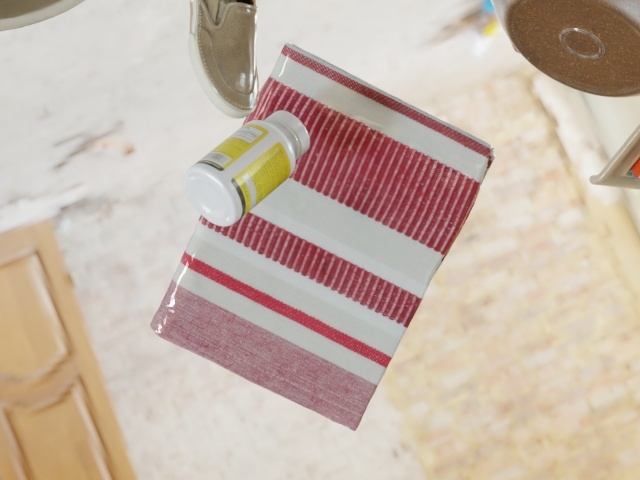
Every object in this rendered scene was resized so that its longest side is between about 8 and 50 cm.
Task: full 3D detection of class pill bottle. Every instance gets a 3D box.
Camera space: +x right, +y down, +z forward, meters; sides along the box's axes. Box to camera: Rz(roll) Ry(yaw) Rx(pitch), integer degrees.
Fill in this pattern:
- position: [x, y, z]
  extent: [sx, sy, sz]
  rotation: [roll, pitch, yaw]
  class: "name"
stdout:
- position: [-0.064, -0.069, 1.476]
  extent: [0.116, 0.065, 0.065]
  rotation: [-41, -177, -33]
  class: "pill bottle"

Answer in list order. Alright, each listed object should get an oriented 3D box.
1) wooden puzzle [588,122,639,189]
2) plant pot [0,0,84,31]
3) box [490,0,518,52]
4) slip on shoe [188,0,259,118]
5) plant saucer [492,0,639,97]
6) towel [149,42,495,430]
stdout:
- position: [0.469, -0.127, 1.946]
  extent: [0.221, 0.044, 0.239]
  rotation: [4, 140, -36]
  class: "wooden puzzle"
- position: [-0.253, -0.257, 0.944]
  extent: [0.256, 0.256, 0.274]
  rotation: [-21, -160, -28]
  class: "plant pot"
- position: [0.297, -0.416, 1.691]
  extent: [0.343, 0.179, 0.312]
  rotation: [-22, 136, 6]
  class: "box"
- position: [-0.063, -0.154, 1.144]
  extent: [0.051, 0.135, 0.041]
  rotation: [9, 156, -41]
  class: "slip on shoe"
- position: [0.233, -0.182, 1.411]
  extent: [0.036, 0.198, 0.198]
  rotation: [-63, -171, -23]
  class: "plant saucer"
- position: [0.000, 0.000, 1.606]
  extent: [0.329, 0.237, 0.037]
  rotation: [-64, 179, 16]
  class: "towel"
